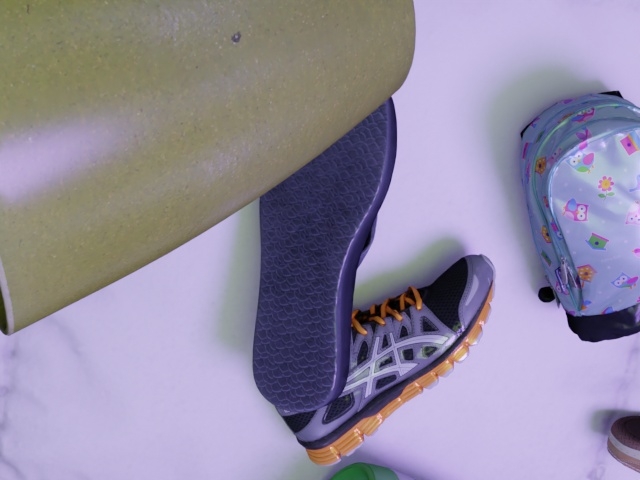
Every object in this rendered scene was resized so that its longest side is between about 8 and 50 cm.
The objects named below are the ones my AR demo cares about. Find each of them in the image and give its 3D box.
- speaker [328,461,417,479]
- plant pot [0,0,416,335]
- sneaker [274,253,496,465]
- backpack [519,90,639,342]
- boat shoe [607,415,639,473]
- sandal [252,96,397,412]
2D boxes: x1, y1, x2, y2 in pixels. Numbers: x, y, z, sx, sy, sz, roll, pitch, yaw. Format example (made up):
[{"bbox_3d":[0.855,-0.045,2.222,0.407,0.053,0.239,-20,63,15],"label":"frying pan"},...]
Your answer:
[{"bbox_3d":[0.127,0.302,0.890,0.296,0.131,0.131,34,100,-18],"label":"speaker"},{"bbox_3d":[-0.099,-0.120,0.659,0.293,0.275,0.275,-20,111,-21],"label":"plant pot"},{"bbox_3d":[0.049,0.083,0.829,0.215,0.084,0.083,-44,101,5],"label":"sneaker"},{"bbox_3d":[0.228,-0.024,0.806,0.152,0.115,0.182,-25,108,2],"label":"backpack"},{"bbox_3d":[0.328,0.210,0.929,0.190,0.068,0.072,17,116,-15],"label":"boat shoe"},{"bbox_3d":[-0.001,0.000,0.798,0.097,0.054,0.255,15,98,22],"label":"sandal"}]
